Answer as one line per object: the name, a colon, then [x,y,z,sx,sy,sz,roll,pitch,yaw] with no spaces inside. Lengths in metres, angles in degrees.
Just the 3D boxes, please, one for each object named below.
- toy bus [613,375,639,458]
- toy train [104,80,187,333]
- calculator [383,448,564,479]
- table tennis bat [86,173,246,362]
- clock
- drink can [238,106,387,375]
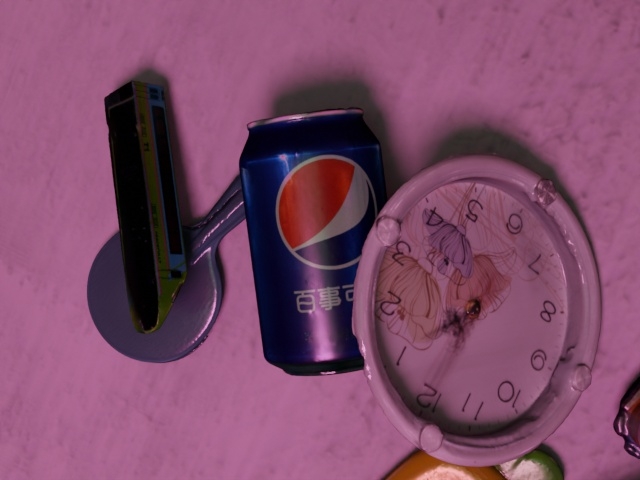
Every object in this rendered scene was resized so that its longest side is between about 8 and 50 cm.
toy bus: [0.412,0.213,0.681,0.386,0.162,0.171,41,99,5]
toy train: [-0.141,-0.026,0.797,0.044,0.042,0.209,-19,76,43]
calculator: [0.104,0.256,0.803,0.146,0.032,0.235,44,102,4]
table tennis bat: [-0.121,0.020,0.827,0.124,0.033,0.201,46,102,7]
clock: [0.117,0.052,0.734,0.236,0.053,0.236,1,89,-29]
drink can: [0.000,0.000,0.761,0.118,0.118,0.205,-8,92,11]
